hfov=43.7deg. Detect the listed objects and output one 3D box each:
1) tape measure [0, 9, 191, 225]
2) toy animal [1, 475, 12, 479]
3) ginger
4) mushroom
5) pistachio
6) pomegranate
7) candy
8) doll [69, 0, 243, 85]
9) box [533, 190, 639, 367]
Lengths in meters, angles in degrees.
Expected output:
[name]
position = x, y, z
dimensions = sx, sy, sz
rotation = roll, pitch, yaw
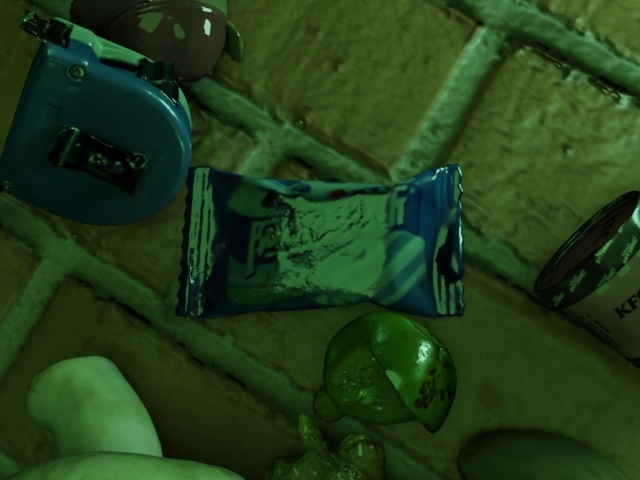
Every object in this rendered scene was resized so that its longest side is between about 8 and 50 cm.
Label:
[tape measure]
position = -0.288, -0.070, 0.932
dimensions = 0.215, 0.097, 0.351
rotation = 20, 124, -22
[toy animal]
position = -0.424, 0.354, 0.909
dimensions = 0.141, 0.138, 0.282
rotation = 17, 62, 1
[ginger]
position = 0.014, 0.290, 0.865
dimensions = 0.157, 0.102, 0.216
rotation = -19, 92, -2
[mushroom]
position = -0.228, 0.311, 0.801
dimensions = 0.356, 0.315, 0.315
rotation = 24, 86, 19
[pistachio]
position = 0.236, 0.261, 0.847
dimensions = 0.186, 0.108, 0.126
rotation = 13, 60, 15
[pomegranate]
position = 0.070, 0.142, 0.877
dimensions = 0.143, 0.169, 0.122
rotation = 35, 58, -23
[candy]
position = 0.000, 0.000, 0.921
dimensions = 0.332, 0.077, 0.186
rotation = 1, 85, 4
[doll]
position = -0.195, -0.311, 0.943
dimensions = 0.196, 0.152, 0.255
rotation = -3, 96, -1
[box]
position = 0.326, 0.046, 0.845
dimensions = 0.135, 0.151, 0.151
rotation = 45, 90, 0
